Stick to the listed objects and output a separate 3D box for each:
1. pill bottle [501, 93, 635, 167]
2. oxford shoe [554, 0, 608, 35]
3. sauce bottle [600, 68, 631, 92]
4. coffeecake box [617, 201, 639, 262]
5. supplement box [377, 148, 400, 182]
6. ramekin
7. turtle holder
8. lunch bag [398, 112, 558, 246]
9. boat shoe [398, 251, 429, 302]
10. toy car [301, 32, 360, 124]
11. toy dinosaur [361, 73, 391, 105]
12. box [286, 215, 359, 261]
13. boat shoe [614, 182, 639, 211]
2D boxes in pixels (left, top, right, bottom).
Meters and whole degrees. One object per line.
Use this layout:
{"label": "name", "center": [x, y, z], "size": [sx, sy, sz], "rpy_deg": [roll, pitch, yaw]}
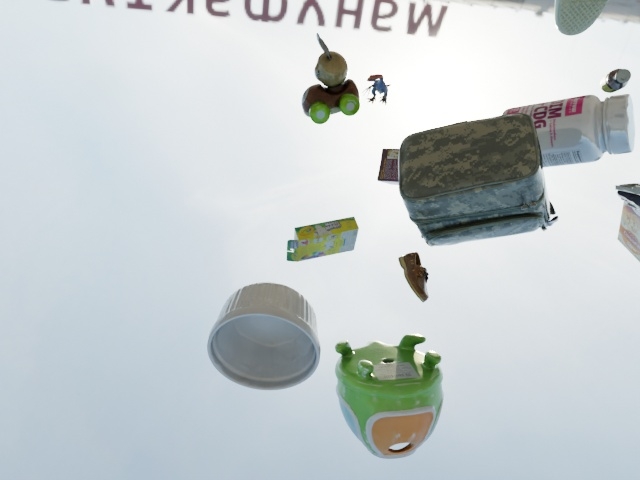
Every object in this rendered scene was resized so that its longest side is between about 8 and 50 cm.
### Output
{"label": "pill bottle", "center": [0.596, -0.264, 1.355], "size": [0.283, 0.161, 0.160], "rpy_deg": [-2, -155, 36]}
{"label": "oxford shoe", "center": [0.776, -0.835, 1.619], "size": [0.169, 0.450, 0.130], "rpy_deg": [-3, -150, -3]}
{"label": "sauce bottle", "center": [0.580, -0.314, 1.094], "size": [0.042, 0.042, 0.128], "rpy_deg": [21, -164, 14]}
{"label": "coffeecake box", "center": [0.932, -0.044, 1.598], "size": [0.068, 0.186, 0.142], "rpy_deg": [-12, -144, 1]}
{"label": "supplement box", "center": [0.277, -0.222, 1.703], "size": [0.188, 0.104, 0.080], "rpy_deg": [9, 180, 41]}
{"label": "ramekin", "center": [-0.100, 0.173, 1.046], "size": [0.207, 0.207, 0.109], "rpy_deg": [8, -142, -3]}
{"label": "turtle holder", "center": [0.134, 0.344, 1.270], "size": [0.243, 0.228, 0.320], "rpy_deg": [-8, -170, -35]}
{"label": "lunch bag", "center": [0.343, -0.106, 1.217], "size": [0.304, 0.256, 0.213], "rpy_deg": [-10, -128, 20]}
{"label": "boat shoe", "center": [0.267, 0.094, 1.542], "size": [0.060, 0.064, 0.178], "rpy_deg": [-32, -143, 14]}
{"label": "toy car", "center": [0.011, -0.406, 1.368], "size": [0.148, 0.189, 0.155], "rpy_deg": [-15, -151, 0]}
{"label": "toy dinosaur", "center": [0.100, -0.274, 0.982], "size": [0.047, 0.082, 0.090], "rpy_deg": [12, -118, 6]}
{"label": "box", "center": [0.000, 0.000, 1.387], "size": [0.179, 0.105, 0.043], "rpy_deg": [-12, -122, -14]}
{"label": "boat shoe", "center": [0.466, -0.050, 0.792], "size": [0.075, 0.065, 0.206], "rpy_deg": [-3, -174, 19]}
